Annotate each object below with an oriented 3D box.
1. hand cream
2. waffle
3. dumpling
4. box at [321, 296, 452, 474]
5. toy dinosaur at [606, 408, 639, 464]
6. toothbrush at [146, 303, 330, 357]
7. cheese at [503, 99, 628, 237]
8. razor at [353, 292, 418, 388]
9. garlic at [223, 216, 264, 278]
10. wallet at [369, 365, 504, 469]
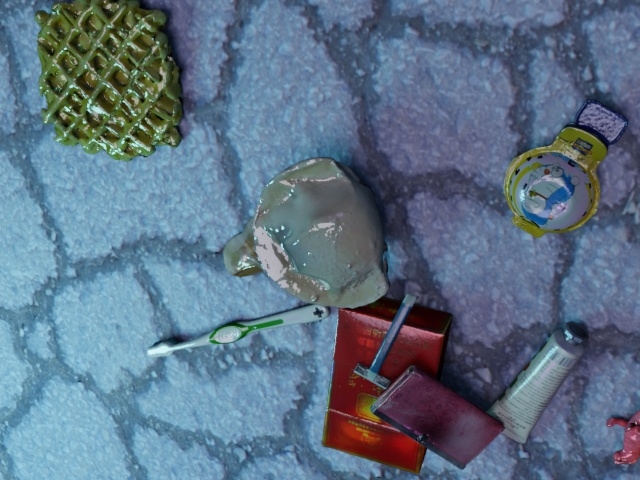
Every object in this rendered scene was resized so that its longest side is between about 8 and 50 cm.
[{"bbox_3d":[0.383,0.252,1.591,0.095,0.059,0.276,31,125,7],"label":"hand cream"},{"bbox_3d":[-0.388,-0.289,1.631,0.297,0.073,0.317,6,114,18],"label":"waffle"},{"bbox_3d":[-0.001,-0.001,1.536,0.226,0.175,0.243,-21,79,7],"label":"dumpling"},{"bbox_3d":[0.119,0.264,1.675,0.197,0.089,0.313,13,117,14],"label":"box"},{"bbox_3d":[0.608,0.296,1.524,0.139,0.070,0.286,32,117,-7],"label":"toy dinosaur"},{"bbox_3d":[-0.169,0.181,1.775,0.417,0.040,0.042,-15,105,26],"label":"toothbrush"},{"bbox_3d":[0.382,-0.108,1.422,0.156,0.064,0.250,30,122,5],"label":"cheese"},{"bbox_3d":[0.120,0.173,1.564,0.068,0.037,0.191,28,118,9],"label":"razor"},{"bbox_3d":[-0.109,0.018,1.652,0.174,0.099,0.124,-30,85,29],"label":"garlic"},{"bbox_3d":[0.211,0.317,1.611,0.232,0.025,0.119,35,106,-23],"label":"wallet"}]
